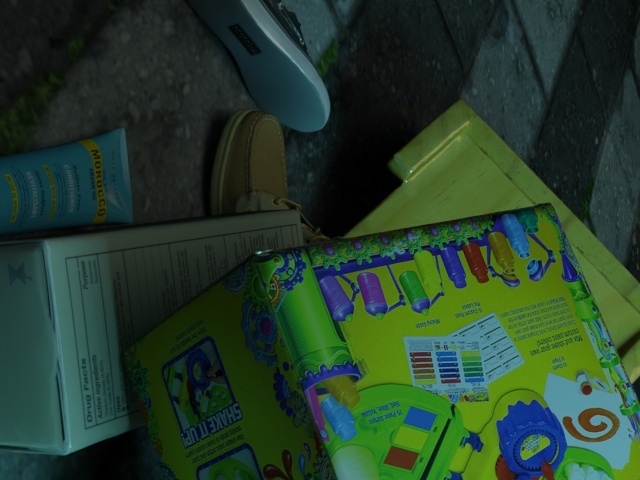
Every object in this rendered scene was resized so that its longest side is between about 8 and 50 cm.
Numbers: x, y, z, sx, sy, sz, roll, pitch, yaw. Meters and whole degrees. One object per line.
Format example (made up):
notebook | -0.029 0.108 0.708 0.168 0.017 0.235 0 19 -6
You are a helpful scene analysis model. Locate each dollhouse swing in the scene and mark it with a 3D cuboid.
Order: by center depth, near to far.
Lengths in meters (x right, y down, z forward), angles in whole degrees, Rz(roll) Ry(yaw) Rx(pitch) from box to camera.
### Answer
dollhouse swing | 0.169 0.072 1.250 0.347 0.305 0.315 46 3 4

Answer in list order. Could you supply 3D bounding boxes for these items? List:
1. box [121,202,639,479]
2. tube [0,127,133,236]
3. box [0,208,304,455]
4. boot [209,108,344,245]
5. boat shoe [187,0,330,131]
box | 0.067 0.147 0.733 0.290 0.177 0.279 -9 72 -42
tube | -0.207 -0.039 0.821 0.207 0.052 0.080 -21 114 -64
box | -0.139 0.058 0.843 0.311 0.121 0.147 -7 93 -59
boot | 0.000 0.000 0.997 0.095 0.204 0.261 10 78 -58
boat shoe | -0.054 -0.205 1.063 0.228 0.080 0.076 48 49 -36
